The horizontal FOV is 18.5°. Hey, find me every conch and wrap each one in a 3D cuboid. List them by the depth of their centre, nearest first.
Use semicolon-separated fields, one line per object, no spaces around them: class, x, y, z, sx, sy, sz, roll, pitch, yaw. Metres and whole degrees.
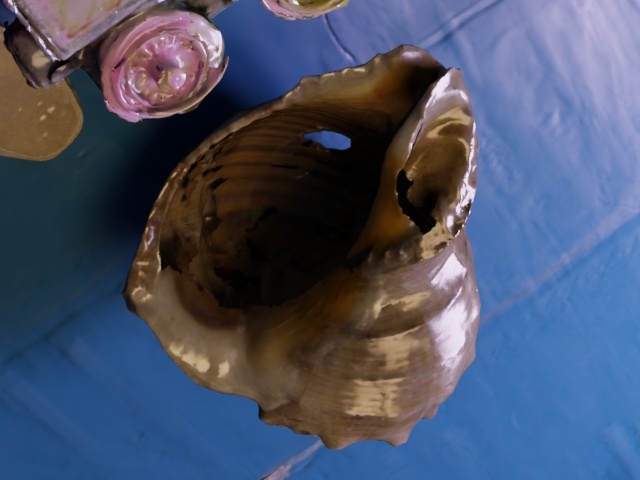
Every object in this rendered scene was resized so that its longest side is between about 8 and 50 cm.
conch;-0.003;-0.003;1.395;0.263;0.186;0.324;9;110;-20

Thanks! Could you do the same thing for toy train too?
toy train;-0.086;-0.191;1.174;0.261;0.134;0.177;-35;141;-1

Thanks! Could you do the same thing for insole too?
insole;-0.236;-0.114;1.241;0.081;0.011;0.248;-44;140;12
